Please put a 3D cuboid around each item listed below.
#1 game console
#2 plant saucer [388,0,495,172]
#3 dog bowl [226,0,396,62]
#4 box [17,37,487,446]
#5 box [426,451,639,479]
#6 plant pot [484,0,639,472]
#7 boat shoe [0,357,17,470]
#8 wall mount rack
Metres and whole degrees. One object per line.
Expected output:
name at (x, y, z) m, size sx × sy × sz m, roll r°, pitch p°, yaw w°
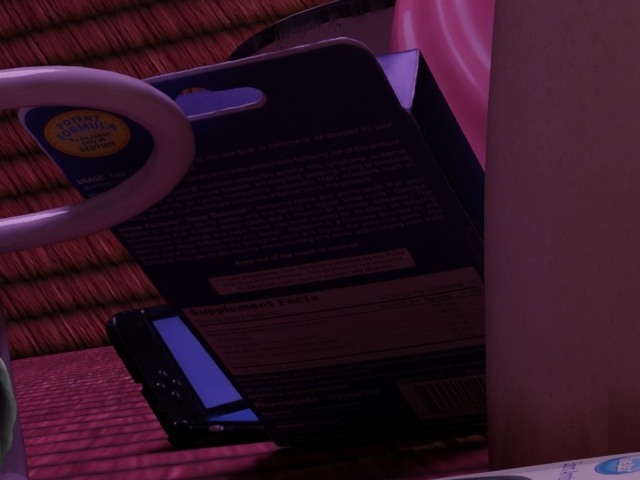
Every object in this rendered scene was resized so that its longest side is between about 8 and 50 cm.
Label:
game console at (-0.024, 0.057, 0.910) m, size 0.071 × 0.107 × 0.122 m, roll -42°, pitch -18°, yaw 28°
plant saucer at (0.199, -0.095, 0.863) m, size 0.332 × 0.332 × 0.084 m, roll -9°, pitch -43°, yaw -17°
dog bowl at (0.147, -0.040, 1.151) m, size 0.408 × 0.150 × 0.408 m, roll -2°, pitch -9°, yaw 0°
box at (0.000, 0.000, 0.699) m, size 0.136 × 0.036 × 0.225 m, roll -9°, pitch -39°, yaw 23°
box at (0.022, 0.064, 0.368) m, size 0.136 × 0.028 × 0.081 m, roll -11°, pitch -1°, yaw 11°
plant pot at (0.160, -0.080, 0.588) m, size 0.256 × 0.274 × 0.256 m, roll -8°, pitch -1°, yaw 0°
boat shoe at (-0.138, 0.054, 0.297) m, size 0.079 × 0.095 × 0.254 m, roll -12°, pitch -1°, yaw 40°
wall mount rack at (-0.199, 0.018, 0.532) m, size 0.350 × 0.130 × 0.304 m, roll -9°, pitch -24°, yaw -9°
